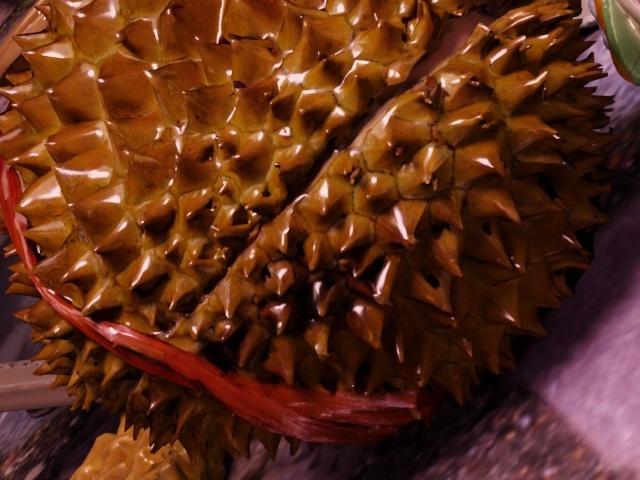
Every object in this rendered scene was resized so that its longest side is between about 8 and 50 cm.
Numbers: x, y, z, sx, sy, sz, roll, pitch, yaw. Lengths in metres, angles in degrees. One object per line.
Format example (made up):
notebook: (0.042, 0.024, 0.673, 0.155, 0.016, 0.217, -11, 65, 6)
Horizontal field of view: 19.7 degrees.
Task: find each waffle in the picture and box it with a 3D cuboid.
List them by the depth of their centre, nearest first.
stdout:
waffle: (-0.130, 0.182, 1.260, 0.160, 0.055, 0.211, -37, 21, 30)

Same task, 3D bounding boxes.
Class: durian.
durian: (-0.018, -0.044, 1.049, 0.384, 0.347, 0.347, -37, 21, 13)

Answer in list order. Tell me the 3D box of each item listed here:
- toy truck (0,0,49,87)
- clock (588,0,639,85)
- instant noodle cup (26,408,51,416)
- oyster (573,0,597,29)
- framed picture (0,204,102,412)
toy truck: (-0.198, -0.179, 1.861, 0.204, 0.212, 0.288, -58, 18, -22)
clock: (0.240, -0.179, 1.102, 0.231, 0.103, 0.144, -54, 12, -21)
instant noodle cup: (-0.271, 0.069, 1.645, 0.127, 0.136, 0.127, -42, 20, 19)
oyster: (0.105, -0.228, 1.341, 0.351, 0.238, 0.115, -26, -3, 6)
framed picture: (-0.183, -0.005, 1.508, 0.326, 0.028, 0.446, -9, 31, 26)
